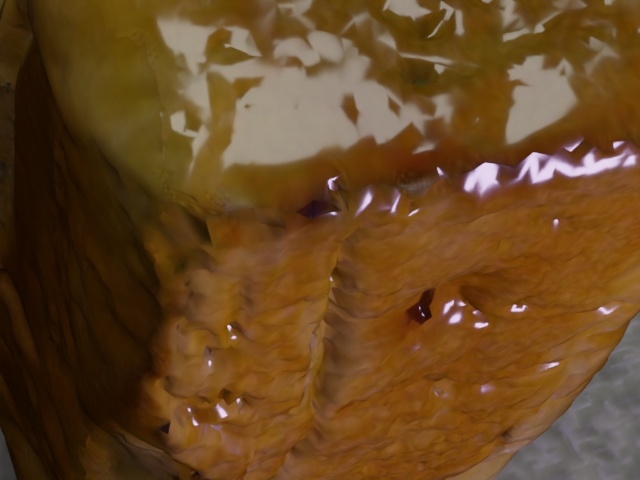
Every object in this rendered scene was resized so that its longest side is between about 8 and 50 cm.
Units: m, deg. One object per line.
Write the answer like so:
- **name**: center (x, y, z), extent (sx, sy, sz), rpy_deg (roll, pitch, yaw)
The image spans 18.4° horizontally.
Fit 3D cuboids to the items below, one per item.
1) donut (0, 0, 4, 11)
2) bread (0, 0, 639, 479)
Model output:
- **donut**: center (-0.147, -0.174, 0.725), extent (0.174, 0.075, 0.190), rpy_deg (12, 57, -5)
- **bread**: center (0.000, 0.000, 0.520), extent (0.166, 0.294, 0.132), rpy_deg (-21, 70, -20)
